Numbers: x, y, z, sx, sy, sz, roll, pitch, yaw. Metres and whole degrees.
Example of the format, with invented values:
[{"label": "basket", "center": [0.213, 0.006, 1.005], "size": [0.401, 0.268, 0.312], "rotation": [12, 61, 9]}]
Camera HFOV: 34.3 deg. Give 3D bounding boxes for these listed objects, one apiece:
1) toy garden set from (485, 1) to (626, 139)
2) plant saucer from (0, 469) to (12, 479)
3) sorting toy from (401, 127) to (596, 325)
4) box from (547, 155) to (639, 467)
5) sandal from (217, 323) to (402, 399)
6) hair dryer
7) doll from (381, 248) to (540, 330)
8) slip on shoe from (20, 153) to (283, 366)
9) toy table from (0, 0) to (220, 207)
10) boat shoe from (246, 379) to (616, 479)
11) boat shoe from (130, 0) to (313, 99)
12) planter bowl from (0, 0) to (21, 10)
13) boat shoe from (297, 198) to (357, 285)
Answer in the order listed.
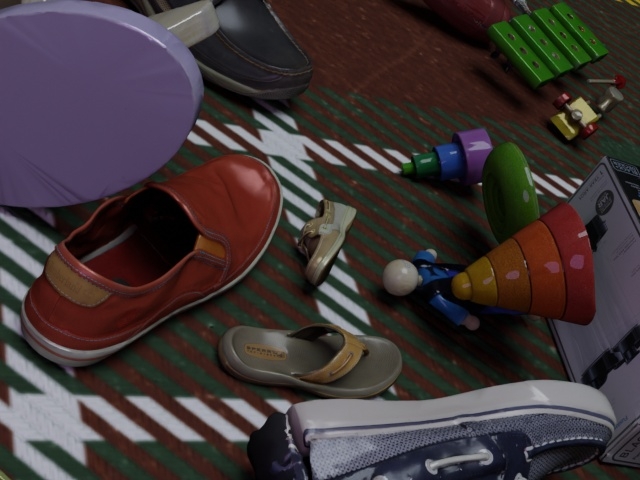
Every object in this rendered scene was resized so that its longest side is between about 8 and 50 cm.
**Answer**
[{"label": "toy garden set", "center": [0.358, -0.245, 1.525], "size": [0.203, 0.049, 0.244], "rotation": [52, 41, 10]}, {"label": "plant saucer", "center": [-0.313, 0.174, 0.651], "size": [0.188, 0.045, 0.188], "rotation": [39, 38, 11]}, {"label": "sorting toy", "center": [0.164, -0.023, 1.099], "size": [0.126, 0.127, 0.365], "rotation": [-11, 29, -6]}, {"label": "box", "center": [0.327, 0.072, 1.079], "size": [0.087, 0.169, 0.289], "rotation": [15, 39, -23]}, {"label": "sandal", "center": [-0.002, 0.100, 0.929], "size": [0.180, 0.049, 0.072], "rotation": [10, 42, -24]}, {"label": "hair dryer", "center": [0.216, -0.384, 1.595], "size": [0.294, 0.080, 0.223], "rotation": [2, 41, -51]}, {"label": "doll", "center": [0.143, 0.047, 1.084], "size": [0.189, 0.046, 0.129], "rotation": [6, 34, -30]}, {"label": "slip on shoe", "center": [-0.129, -0.007, 0.926], "size": [0.123, 0.101, 0.331], "rotation": [37, 37, 11]}, {"label": "toy table", "center": [-0.219, -0.143, 0.924], "size": [0.275, 0.252, 0.160], "rotation": [-1, 33, 11]}, {"label": "boat shoe", "center": [0.115, 0.213, 0.838], "size": [0.341, 0.127, 0.158], "rotation": [-1, 54, -23]}, {"label": "boat shoe", "center": [-0.143, -0.304, 1.219], "size": [0.355, 0.130, 0.132], "rotation": [42, 40, 14]}, {"label": "planter bowl", "center": [-0.325, -0.296, 1.107], "size": [0.162, 0.109, 0.162], "rotation": [23, 34, -16]}, {"label": "boat shoe", "center": [0.000, 0.000, 1.046], "size": [0.045, 0.050, 0.135], "rotation": [26, 28, 0]}]
